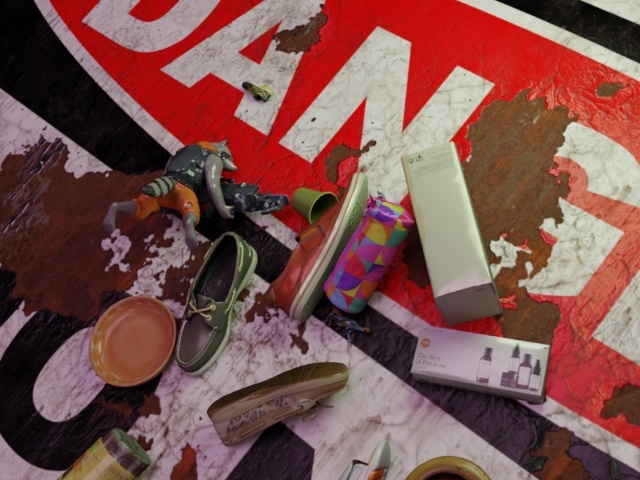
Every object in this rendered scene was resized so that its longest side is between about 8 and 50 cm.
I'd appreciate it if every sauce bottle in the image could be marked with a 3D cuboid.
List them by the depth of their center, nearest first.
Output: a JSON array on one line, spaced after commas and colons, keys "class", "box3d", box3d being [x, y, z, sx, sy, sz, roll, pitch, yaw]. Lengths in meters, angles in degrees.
[{"class": "sauce bottle", "box3d": [-0.485, 0.513, 1.747, 0.344, 0.111, 0.111, -43, 60, -8]}]

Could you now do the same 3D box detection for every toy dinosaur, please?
[{"class": "toy dinosaur", "box3d": [0.059, 0.159, 1.789, 0.082, 0.047, 0.090, 7, 55, 1]}]

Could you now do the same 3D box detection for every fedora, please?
[{"class": "fedora", "box3d": [0.224, 0.470, 1.558, 0.194, 0.079, 0.194, -10, 56, 15]}]

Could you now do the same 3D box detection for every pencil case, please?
[{"class": "pencil case", "box3d": [0.087, 0.024, 1.751, 0.104, 0.104, 0.236, 39, 116, 29]}]

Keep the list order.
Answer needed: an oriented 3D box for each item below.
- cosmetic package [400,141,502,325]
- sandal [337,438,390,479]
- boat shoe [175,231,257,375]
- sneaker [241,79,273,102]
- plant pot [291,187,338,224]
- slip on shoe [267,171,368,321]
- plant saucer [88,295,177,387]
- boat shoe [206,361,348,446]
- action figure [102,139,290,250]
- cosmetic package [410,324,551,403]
[{"class": "cosmetic package", "box3d": [0.250, -0.013, 1.743, 0.113, 0.160, 0.309, -15, 60, 11]}, {"class": "sandal", "box3d": [0.047, 0.466, 1.604, 0.076, 0.102, 0.265, 18, 73, 22]}, {"class": "boat shoe", "box3d": [-0.226, 0.125, 1.865, 0.109, 0.091, 0.305, 14, 70, 24]}, {"class": "sneaker", "box3d": [-0.151, -0.345, 2.108, 0.083, 0.031, 0.035, 22, 74, 26]}, {"class": "plant pot", "box3d": [-0.019, -0.075, 1.912, 0.079, 0.083, 0.083, 28, 75, 39]}, {"class": "slip on shoe", "box3d": [0.000, 0.000, 1.838, 0.101, 0.123, 0.331, 27, 80, 17]}, {"class": "plant saucer", "box3d": [-0.387, 0.213, 1.907, 0.200, 0.037, 0.200, -8, 62, 15]}, {"class": "boat shoe", "box3d": [-0.072, 0.308, 1.734, 0.285, 0.104, 0.089, -20, 98, 13]}, {"class": "action figure", "box3d": [-0.249, -0.113, 1.912, 0.341, 0.179, 0.330, 0, 33, 20]}, {"class": "cosmetic package", "box3d": [0.293, 0.224, 1.668, 0.239, 0.060, 0.099, 7, 66, 21]}]
